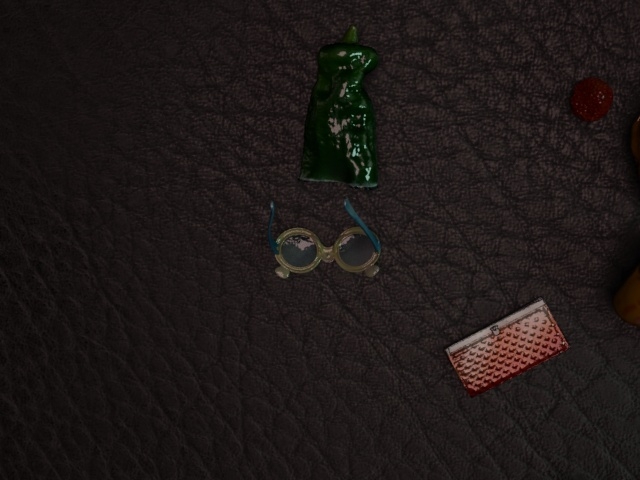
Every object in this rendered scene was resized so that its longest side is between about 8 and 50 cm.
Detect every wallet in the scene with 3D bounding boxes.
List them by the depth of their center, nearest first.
[{"bbox_3d":[0.324,0.188,1.500,0.196,0.020,0.103,-29,92,9],"label":"wallet"}]

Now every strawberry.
[{"bbox_3d":[0.448,-0.234,1.413,0.073,0.083,0.073,0,87,4],"label":"strawberry"}]

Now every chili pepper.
[{"bbox_3d":[0.039,-0.227,1.454,0.136,0.099,0.270,10,104,30],"label":"chili pepper"}]

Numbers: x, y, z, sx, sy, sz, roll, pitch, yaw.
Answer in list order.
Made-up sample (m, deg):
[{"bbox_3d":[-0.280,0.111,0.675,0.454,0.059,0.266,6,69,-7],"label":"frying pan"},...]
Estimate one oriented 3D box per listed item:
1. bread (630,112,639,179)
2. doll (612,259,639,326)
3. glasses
[{"bbox_3d":[0.604,-0.189,1.340,0.179,0.194,0.340,32,95,4],"label":"bread"},{"bbox_3d":[0.608,0.111,1.392,0.270,0.162,0.166,35,99,-1],"label":"doll"},{"bbox_3d":[0.001,-0.027,1.438,0.190,0.220,0.088,-1,57,8],"label":"glasses"}]
